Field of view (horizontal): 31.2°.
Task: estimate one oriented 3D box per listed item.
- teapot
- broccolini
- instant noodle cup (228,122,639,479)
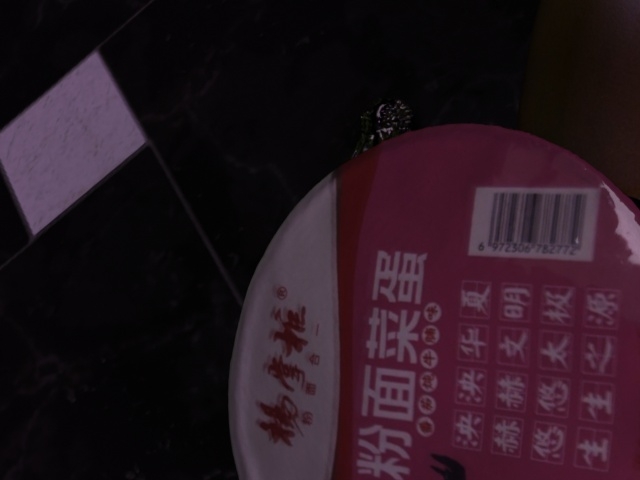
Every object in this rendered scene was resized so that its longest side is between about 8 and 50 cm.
[{"bbox_3d":[0.205,-0.116,0.585,0.186,0.267,0.175,12,107,-2],"label":"teapot"},{"bbox_3d":[-0.001,-0.001,0.766,0.042,0.044,0.218,32,90,21],"label":"broccolini"},{"bbox_3d":[0.097,0.076,0.555,0.235,0.178,0.234,-7,78,36],"label":"instant noodle cup"}]
